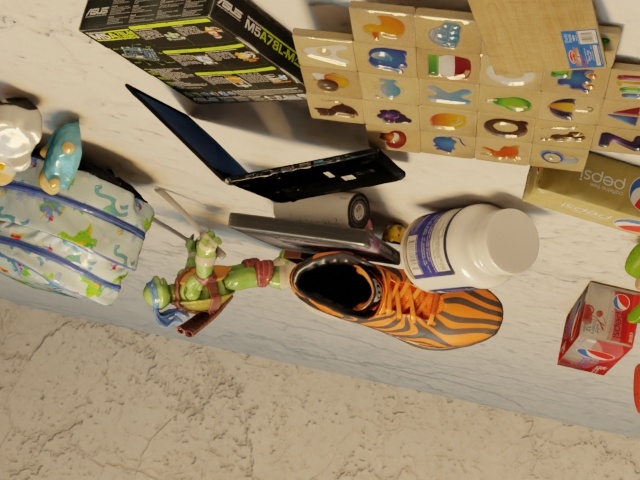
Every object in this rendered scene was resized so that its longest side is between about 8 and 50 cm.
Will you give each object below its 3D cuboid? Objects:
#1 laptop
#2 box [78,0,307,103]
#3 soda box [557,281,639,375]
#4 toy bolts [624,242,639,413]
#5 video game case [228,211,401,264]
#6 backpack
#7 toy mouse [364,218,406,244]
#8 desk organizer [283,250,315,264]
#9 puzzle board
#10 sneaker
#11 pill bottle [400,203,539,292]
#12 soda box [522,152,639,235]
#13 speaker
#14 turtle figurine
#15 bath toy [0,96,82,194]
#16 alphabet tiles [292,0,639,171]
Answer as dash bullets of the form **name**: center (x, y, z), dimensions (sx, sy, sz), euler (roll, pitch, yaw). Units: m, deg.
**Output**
- **laptop**: center (-0.053, -0.122, 1.347), dimensions (0.264, 0.136, 0.234), euler (-11, 175, 11)
- **box**: center (-0.116, -0.195, 1.185), dimensions (0.191, 0.045, 0.184), euler (3, 161, 40)
- **soda box**: center (0.439, 0.145, 1.846), dimensions (0.083, 0.092, 0.263), euler (12, 166, 8)
- **toy bolts**: center (0.474, 0.099, 1.382), dimensions (0.158, 0.228, 0.218), euler (8, 156, -7)
- **video game case**: center (0.000, 0.000, 1.690), dimensions (0.196, 0.026, 0.274), euler (8, 174, 14)
- **backpack**: center (-0.431, -0.032, 1.834), dimensions (0.356, 0.273, 0.290), euler (-4, 155, 26)
- **toy mouse**: center (0.058, -0.020, 1.710), dimensions (0.143, 0.031, 0.161), euler (10, 175, 17)
- **desk organizer**: center (0.001, 0.012, 1.883), dimensions (0.047, 0.050, 0.130), euler (26, 163, -39)
- **puzzle board**: center (0.176, -0.178, 0.946), dimensions (0.096, 0.011, 0.128), euler (-1, 152, 22)
- **sneaker**: center (0.108, 0.091, 1.681), dimensions (0.321, 0.124, 0.180), euler (8, 176, 4)
- **pill bottle**: center (0.197, 0.010, 1.525), dimensions (0.112, 0.112, 0.187), euler (21, 166, -25)
- **soda box**: center (0.317, -0.050, 1.264), dimensions (0.181, 0.058, 0.061), euler (16, 167, -4)
- **speaker**: center (0.000, -0.044, 1.648), dimensions (0.136, 0.055, 0.055), euler (4, 163, 38)
- **turtle figurine**: center (-0.170, 0.013, 1.972), dimensions (0.266, 0.274, 0.198), euler (-1, 149, -20)
- **bath toy**: center (-0.500, -0.168, 1.577), dimensions (0.348, 0.129, 0.151), euler (21, 122, -30)
- **alphabet tiles**: center (0.150, -0.138, 1.104), dimensions (0.343, 0.011, 0.285), euler (7, 161, 9)
